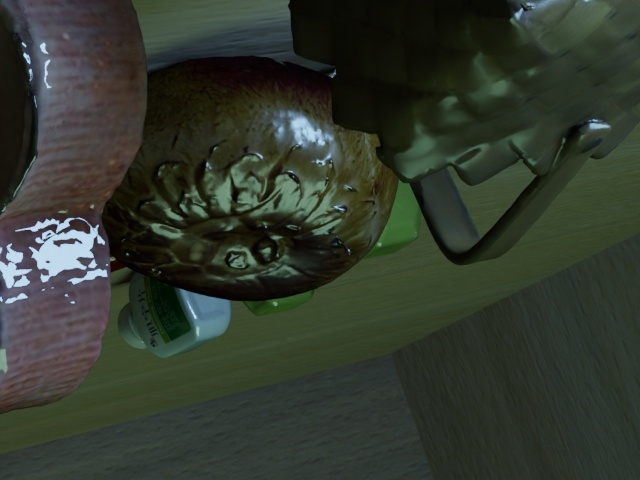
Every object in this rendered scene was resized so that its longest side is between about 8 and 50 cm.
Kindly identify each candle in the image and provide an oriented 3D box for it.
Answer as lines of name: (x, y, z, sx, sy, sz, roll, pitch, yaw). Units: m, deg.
candle: (-0.237, -0.050, 1.275, 0.287, 0.316, 0.131, 25, -156, 35)

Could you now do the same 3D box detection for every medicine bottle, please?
medicine bottle: (-0.187, 0.083, 2.493, 0.069, 0.119, 0.183, -16, 173, -33)

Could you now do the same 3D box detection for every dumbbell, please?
dumbbell: (0.000, 0.000, 2.418, 0.302, 0.121, 0.108, -29, -166, 50)

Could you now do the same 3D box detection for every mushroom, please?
mushroom: (-0.075, -0.046, 1.725, 0.297, 0.163, 0.278, 14, 156, -27)

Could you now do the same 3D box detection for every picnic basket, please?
picnic basket: (0.109, -0.155, 1.283, 0.291, 0.254, 0.321, -14, 159, -29)

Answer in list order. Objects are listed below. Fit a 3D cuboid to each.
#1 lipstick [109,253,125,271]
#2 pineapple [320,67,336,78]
lipstick: (-0.251, 0.009, 2.067, 0.241, 0.080, 0.080, -21, 170, 13)
pineapple: (0.023, -0.115, 1.894, 0.225, 0.076, 0.225, -16, 168, -4)
